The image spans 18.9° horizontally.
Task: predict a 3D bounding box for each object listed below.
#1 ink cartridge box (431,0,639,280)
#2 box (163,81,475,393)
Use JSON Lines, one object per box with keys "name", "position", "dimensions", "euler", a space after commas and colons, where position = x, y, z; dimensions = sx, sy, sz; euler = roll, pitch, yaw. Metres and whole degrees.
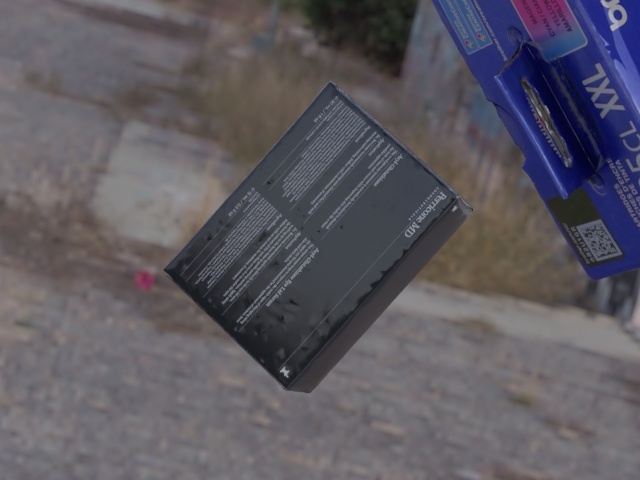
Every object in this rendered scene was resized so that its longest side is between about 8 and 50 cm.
{"name": "ink cartridge box", "position": [0.262, -0.154, 1.424], "dimensions": [0.395, 0.270, 0.151], "euler": [-34, 7, -30]}
{"name": "box", "position": [0.000, 0.000, 1.968], "dimensions": [0.184, 0.261, 0.103], "euler": [44, 5, 17]}
